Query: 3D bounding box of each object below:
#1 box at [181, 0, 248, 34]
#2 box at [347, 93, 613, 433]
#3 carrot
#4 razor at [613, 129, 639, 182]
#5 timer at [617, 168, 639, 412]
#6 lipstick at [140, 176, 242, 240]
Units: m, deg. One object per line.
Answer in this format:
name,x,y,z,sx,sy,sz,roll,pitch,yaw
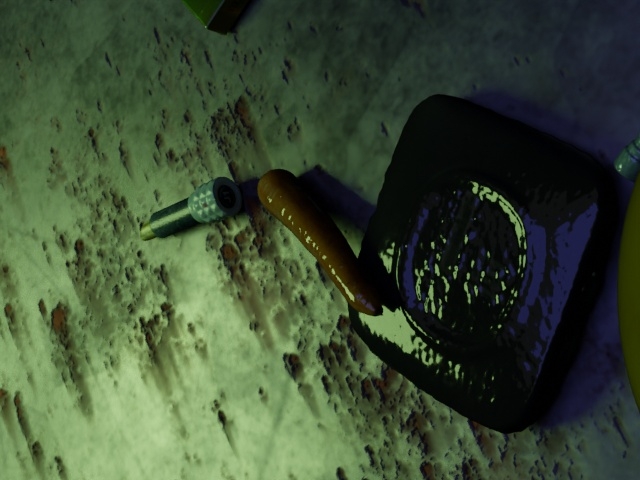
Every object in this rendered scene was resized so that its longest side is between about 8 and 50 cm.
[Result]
box,-0.111,-0.290,1.166,0.121,0.030,0.193,-53,57,21
box,0.109,0.013,0.945,0.201,0.042,0.213,28,103,37
carrot,0.000,0.000,1.013,0.037,0.037,0.190,-58,41,17
razor,0.266,-0.129,0.825,0.068,0.106,0.232,52,127,31
timer,0.335,-0.009,0.596,0.376,0.376,0.387,38,96,35
lipstick,-0.121,-0.024,1.139,0.116,0.037,0.037,-19,73,40
